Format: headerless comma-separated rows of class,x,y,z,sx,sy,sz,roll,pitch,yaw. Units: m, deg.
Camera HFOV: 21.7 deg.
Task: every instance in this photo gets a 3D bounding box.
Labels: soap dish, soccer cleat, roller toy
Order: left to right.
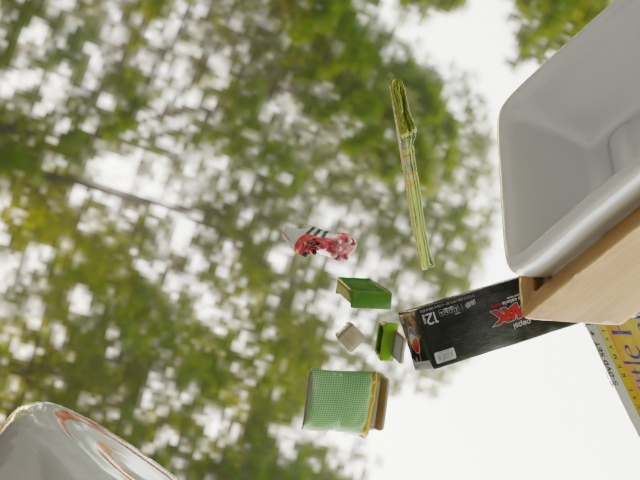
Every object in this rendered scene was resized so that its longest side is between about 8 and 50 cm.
roller toy,-0.158,0.213,1.092,0.146,0.191,0.209,-54,178,-1
soccer cleat,0.000,0.000,1.513,0.035,0.083,0.029,41,-65,35
soap dish,0.263,-0.088,1.246,0.291,0.118,0.229,-43,-152,33

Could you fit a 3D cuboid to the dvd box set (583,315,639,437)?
dvd box set,0.434,0.083,1.748,0.420,0.062,0.307,-1,-62,58

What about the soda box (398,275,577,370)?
soda box,0.156,0.060,1.404,0.060,0.169,0.053,156,-82,-76

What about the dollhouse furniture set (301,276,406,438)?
dollhouse furniture set,0.034,0.112,1.502,0.058,0.076,0.151,-140,-124,-70

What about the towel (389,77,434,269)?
towel,0.112,-0.079,2.033,0.021,0.237,0.102,-10,-135,2
